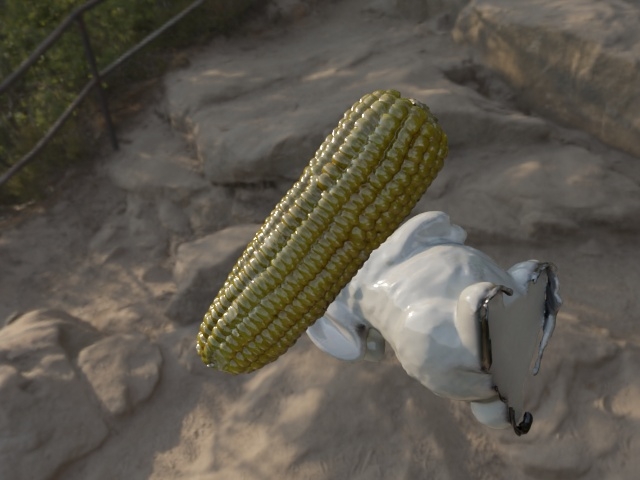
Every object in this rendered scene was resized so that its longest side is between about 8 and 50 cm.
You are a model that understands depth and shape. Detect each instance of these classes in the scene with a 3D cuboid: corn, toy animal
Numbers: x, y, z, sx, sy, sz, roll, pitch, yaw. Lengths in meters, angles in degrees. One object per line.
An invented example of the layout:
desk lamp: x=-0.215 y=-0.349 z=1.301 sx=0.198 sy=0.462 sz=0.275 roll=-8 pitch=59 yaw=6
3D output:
corn: x=0.000 y=0.000 z=0.417 sx=0.231 sy=0.080 sz=0.080 roll=-54 pitch=28 yaw=8
toy animal: x=0.109 y=0.085 z=0.791 sx=0.358 sy=0.257 sz=0.194 roll=12 pitch=9 yaw=42
